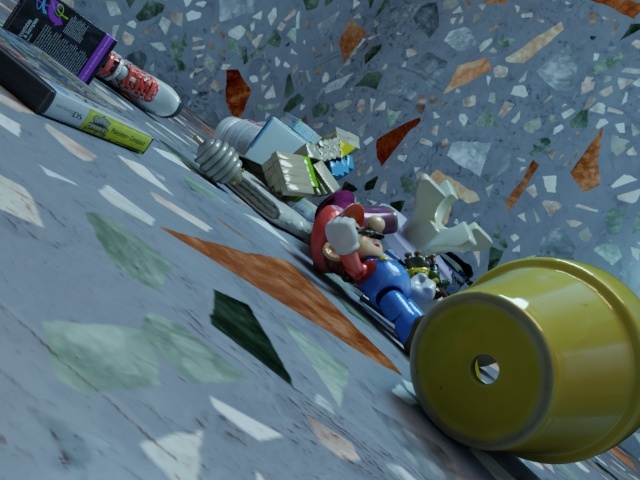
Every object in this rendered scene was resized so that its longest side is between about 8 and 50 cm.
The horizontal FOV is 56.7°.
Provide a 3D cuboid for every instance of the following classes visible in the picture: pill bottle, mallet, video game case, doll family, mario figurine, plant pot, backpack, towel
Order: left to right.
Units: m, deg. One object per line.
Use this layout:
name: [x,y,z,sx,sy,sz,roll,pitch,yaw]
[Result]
video game case: [-0.394,-0.234,0.824,0.275,0.035,0.248,38,5,11]
pill bottle: [-0.223,-0.315,2.006,0.283,0.160,0.160,30,-1,36]
towel: [-0.138,-0.104,1.368,0.282,0.049,0.187,40,6,29]
mario figurine: [0.112,0.040,1.018,0.320,0.170,0.198,48,-24,27]
mallet: [0.147,0.155,1.069,0.190,0.039,0.062,33,6,13]
doll family: [0.163,0.083,1.185,0.076,0.193,0.111,73,10,-64]
backpack: [0.344,0.090,2.059,0.276,0.213,0.263,33,-8,45]
plant pot: [0.237,0.142,0.695,0.239,0.254,0.254,6,27,-49]

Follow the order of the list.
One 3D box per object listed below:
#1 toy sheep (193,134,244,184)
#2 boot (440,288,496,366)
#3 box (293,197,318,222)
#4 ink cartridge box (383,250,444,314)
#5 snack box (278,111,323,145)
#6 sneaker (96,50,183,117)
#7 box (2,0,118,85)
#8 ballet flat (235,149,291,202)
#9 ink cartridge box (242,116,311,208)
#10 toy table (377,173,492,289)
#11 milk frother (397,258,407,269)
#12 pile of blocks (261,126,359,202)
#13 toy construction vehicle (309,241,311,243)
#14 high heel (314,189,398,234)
toy sheep: [-0.207,-0.160,1.192,0.132,0.091,0.091,41,3,-23]
boot: [0.350,0.198,1.468,0.248,0.090,0.206,23,34,-41]
box: [-0.086,-0.143,2.074,0.231,0.056,0.183,31,7,-48]
ink cartridge box: [0.176,0.112,1.307,0.219,0.092,0.160,39,6,22]
snack box: [-0.056,-0.321,1.724,0.100,0.037,0.141,36,5,-28]
sneaker: [-0.486,-0.405,1.506,0.270,0.090,0.145,35,5,14]
box: [-0.446,-0.343,1.013,0.029,0.116,0.162,39,4,39]
ballet flat: [-0.176,-0.174,1.539,0.250,0.084,0.058,34,-12,18]
ink cartridge box: [-0.123,-0.226,1.739,0.197,0.198,0.270,36,6,-12]
toy table: [0.265,-0.023,1.381,0.274,0.161,0.252,34,29,-36]
milk frother: [0.213,0.088,1.530,0.129,0.134,0.143,23,-7,38]
pile of blocks: [-0.019,-0.172,1.499,0.362,0.113,0.149,-33,91,-48]
toy construction vehicle: [0.000,0.000,1.445,0.086,0.035,0.098,34,6,-30]
high heel: [0.012,-0.049,1.352,0.181,0.127,0.377,-7,3,-21]
